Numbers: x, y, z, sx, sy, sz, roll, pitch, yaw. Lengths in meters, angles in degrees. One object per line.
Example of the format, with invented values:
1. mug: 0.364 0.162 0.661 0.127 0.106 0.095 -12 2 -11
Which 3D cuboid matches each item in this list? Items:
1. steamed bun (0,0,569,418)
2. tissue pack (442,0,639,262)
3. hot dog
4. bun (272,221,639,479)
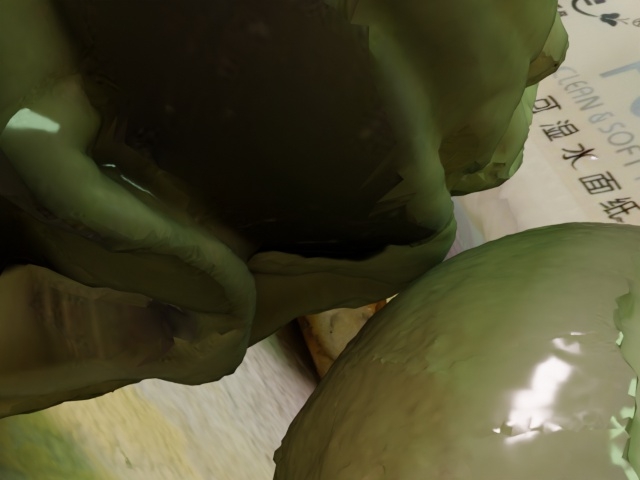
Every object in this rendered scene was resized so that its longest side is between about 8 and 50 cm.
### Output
1. steamed bun: -0.065 -0.074 0.390 0.206 0.275 0.320 -103 -167 -54
2. tissue pack: 0.183 0.064 0.888 0.405 0.205 0.331 -116 -171 -53
3. hot dog: 0.001 0.001 0.986 0.083 0.068 0.289 53 7 -26
4. bun: 0.057 0.136 0.416 0.287 0.146 0.287 18 70 -62
